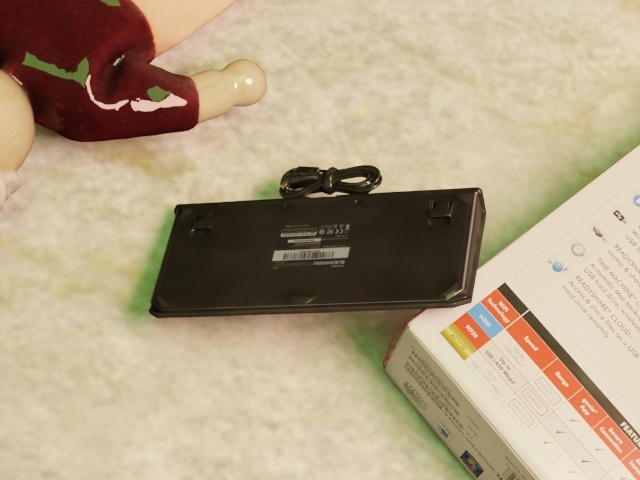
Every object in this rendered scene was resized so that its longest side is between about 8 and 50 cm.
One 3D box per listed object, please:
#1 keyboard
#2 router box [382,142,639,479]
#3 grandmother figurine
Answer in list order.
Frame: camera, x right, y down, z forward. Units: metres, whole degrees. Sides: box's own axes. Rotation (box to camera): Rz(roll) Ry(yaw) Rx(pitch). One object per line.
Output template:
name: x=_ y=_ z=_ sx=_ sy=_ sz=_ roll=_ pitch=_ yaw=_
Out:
keyboard: x=0.000 y=0.000 z=0.884 sx=0.180 sy=0.023 sz=0.108 roll=-2 pitch=50 yaw=17
router box: x=0.257 y=0.098 z=0.883 sx=0.301 sy=0.082 sz=0.335 roll=-35 pitch=77 yaw=-19
grandmother figurine: x=-0.128 y=-0.138 z=0.924 sx=0.208 sy=0.104 sz=0.342 roll=34 pitch=65 yaw=16
